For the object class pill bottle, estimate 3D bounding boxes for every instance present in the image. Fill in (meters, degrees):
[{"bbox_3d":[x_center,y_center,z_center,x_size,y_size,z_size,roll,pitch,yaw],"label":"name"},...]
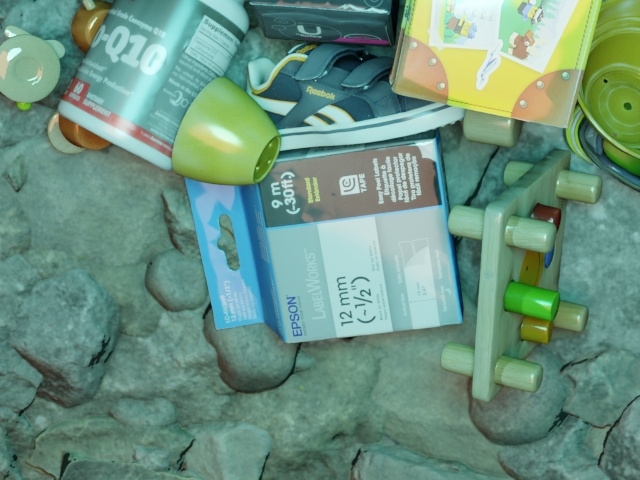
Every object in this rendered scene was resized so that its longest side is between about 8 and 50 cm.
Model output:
[{"bbox_3d":[-0.188,-0.243,1.473,0.161,0.161,0.283,28,89,-3],"label":"pill bottle"}]

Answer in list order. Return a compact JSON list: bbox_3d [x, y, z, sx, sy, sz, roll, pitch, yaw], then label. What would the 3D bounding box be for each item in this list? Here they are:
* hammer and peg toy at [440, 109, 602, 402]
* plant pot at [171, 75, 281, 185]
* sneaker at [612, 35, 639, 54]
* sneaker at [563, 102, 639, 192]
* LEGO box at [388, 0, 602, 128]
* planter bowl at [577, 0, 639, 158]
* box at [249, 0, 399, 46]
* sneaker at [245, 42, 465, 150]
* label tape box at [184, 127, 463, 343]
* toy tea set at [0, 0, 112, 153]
[{"bbox_3d":[0.256,-0.013,1.468,0.127,0.266,0.361,13,115,26],"label":"hammer and peg toy"},{"bbox_3d":[-0.105,-0.119,1.466,0.095,0.134,0.134,28,108,14],"label":"plant pot"},{"bbox_3d":[0.390,-0.289,1.480,0.225,0.088,0.092,-39,72,19],"label":"sneaker"},{"bbox_3d":[0.448,-0.080,1.503,0.300,0.121,0.111,23,107,-1],"label":"sneaker"},{"bbox_3d":[0.221,-0.413,1.300,0.193,0.372,0.500,12,108,2],"label":"LEGO box"},{"bbox_3d":[0.376,-0.173,1.403,0.217,0.090,0.217,4,71,-11],"label":"planter bowl"},{"bbox_3d":[0.018,-0.377,1.404,0.165,0.143,0.270,5,83,6],"label":"box"},{"bbox_3d":[0.029,-0.183,1.466,0.321,0.126,0.127,-2,105,37],"label":"sneaker"},{"bbox_3d":[0.000,0.000,1.579,0.348,0.115,0.249,-8,105,7],"label":"label tape box"},{"bbox_3d":[-0.338,-0.278,1.553,0.200,0.124,0.336,2,105,-25],"label":"toy tea set"}]
